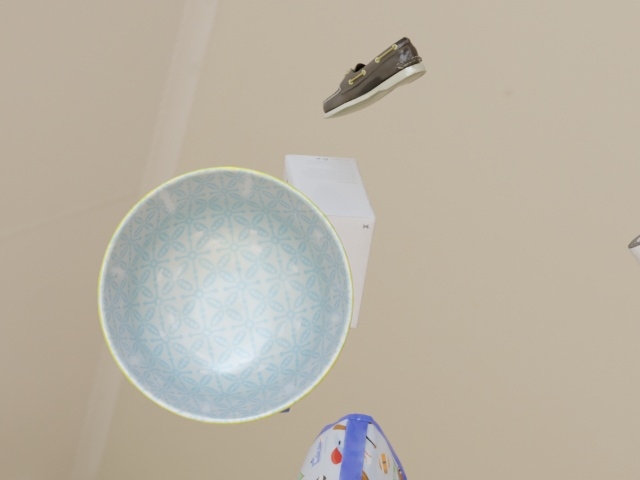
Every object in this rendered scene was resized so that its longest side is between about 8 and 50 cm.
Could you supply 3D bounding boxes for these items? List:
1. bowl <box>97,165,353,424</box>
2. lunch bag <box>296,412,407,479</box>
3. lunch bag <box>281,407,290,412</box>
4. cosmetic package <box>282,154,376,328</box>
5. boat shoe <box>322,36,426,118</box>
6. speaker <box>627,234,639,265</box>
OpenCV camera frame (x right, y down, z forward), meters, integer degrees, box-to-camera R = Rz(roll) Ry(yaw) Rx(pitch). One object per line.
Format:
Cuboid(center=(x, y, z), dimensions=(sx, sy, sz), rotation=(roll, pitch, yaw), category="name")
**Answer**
Cuboid(center=(-0.108, 0.069, 1.407), dimensions=(0.289, 0.289, 0.156), rotation=(-53, -3, -7), category="bowl")
Cuboid(center=(0.034, 0.549, 2.145), dimensions=(0.328, 0.239, 0.385), rotation=(-79, -1, -53), category="lunch bag")
Cuboid(center=(-0.092, 0.267, 2.138), dimensions=(0.098, 0.067, 0.065), rotation=(49, -138, -40), category="lunch bag")
Cuboid(center=(0.000, 0.000, 2.091), dimensions=(0.138, 0.224, 0.224), rotation=(2, -61, -11), category="cosmetic package")
Cuboid(center=(0.083, -0.273, 2.036), dimensions=(0.228, 0.068, 0.081), rotation=(-24, -3, 42), category="boat shoe")
Cuboid(center=(0.490, 0.050, 1.670), dimensions=(0.055, 0.136, 0.055), rotation=(-35, 4, 3), category="speaker")
